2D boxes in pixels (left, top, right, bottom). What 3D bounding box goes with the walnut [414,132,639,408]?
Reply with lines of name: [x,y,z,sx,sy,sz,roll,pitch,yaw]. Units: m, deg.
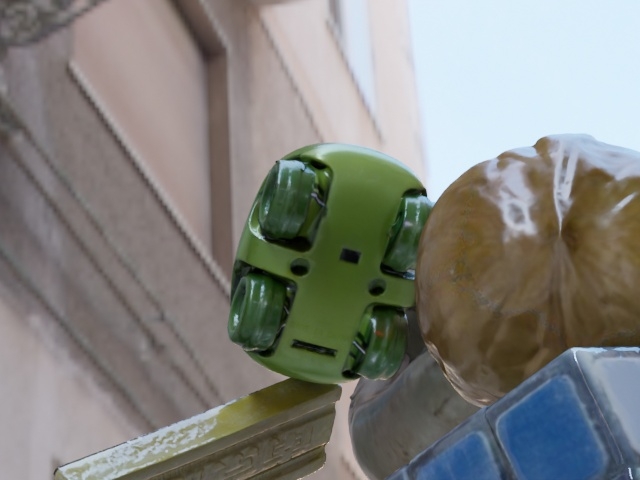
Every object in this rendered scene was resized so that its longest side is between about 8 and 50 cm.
walnut: [0.154,0.027,1.046,0.195,0.195,0.222,-12,-17,13]

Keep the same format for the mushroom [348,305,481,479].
mushroom: [0.155,0.086,1.670,0.294,0.362,0.362,43,-43,-5]

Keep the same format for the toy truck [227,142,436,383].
toy truck: [-0.001,0.017,1.391,0.148,0.187,0.210,14,-2,-14]

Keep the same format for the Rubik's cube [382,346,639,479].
Rubik's cube: [0.170,0.218,0.897,0.253,0.256,0.259,4,-37,-45]

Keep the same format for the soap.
soap: [-0.095,0.177,1.354,0.252,0.037,0.092,-19,-46,-36]
